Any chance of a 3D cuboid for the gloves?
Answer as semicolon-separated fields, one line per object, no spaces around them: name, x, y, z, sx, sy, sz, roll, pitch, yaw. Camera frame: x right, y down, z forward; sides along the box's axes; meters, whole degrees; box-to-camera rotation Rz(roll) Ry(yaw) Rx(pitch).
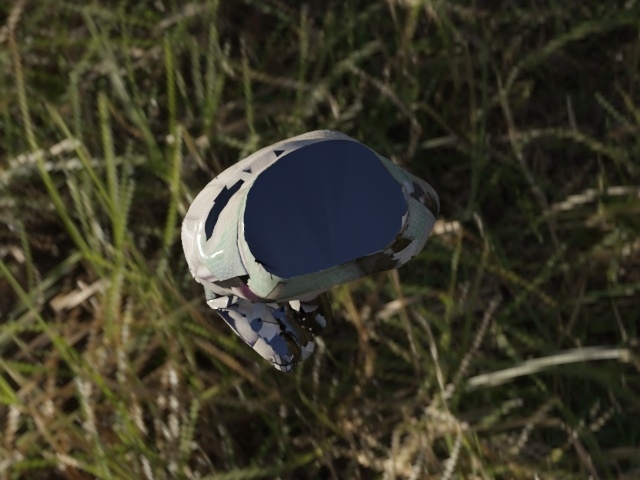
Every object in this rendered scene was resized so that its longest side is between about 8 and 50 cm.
gloves;-0.008;-0.004;0.856;0.111;0.212;0.127;43;81;-6
